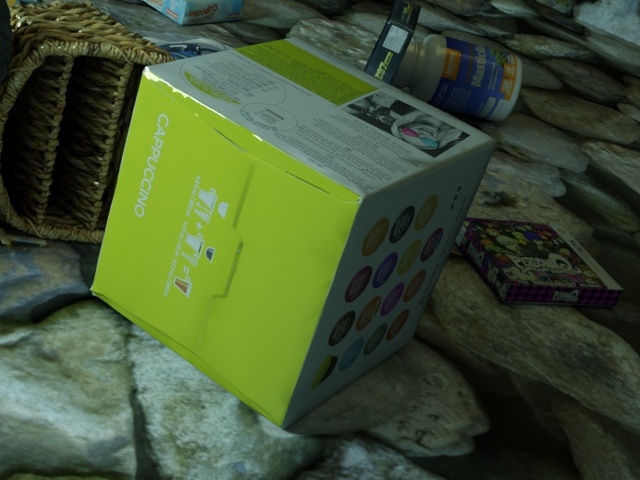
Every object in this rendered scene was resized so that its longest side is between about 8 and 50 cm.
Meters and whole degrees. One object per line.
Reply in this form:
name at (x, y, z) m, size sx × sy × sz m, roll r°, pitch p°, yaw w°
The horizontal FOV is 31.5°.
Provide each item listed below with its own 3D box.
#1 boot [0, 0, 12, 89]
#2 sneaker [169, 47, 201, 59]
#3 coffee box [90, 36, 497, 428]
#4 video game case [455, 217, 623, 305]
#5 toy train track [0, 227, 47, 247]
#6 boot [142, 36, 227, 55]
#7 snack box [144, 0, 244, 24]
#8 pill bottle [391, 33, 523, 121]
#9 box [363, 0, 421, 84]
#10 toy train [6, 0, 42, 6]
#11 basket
boot at (-0.619, -0.258, 1.513) m, size 0.445 × 0.367 × 0.146 m, roll 38°, pitch 22°, yaw 32°
sneaker at (-0.269, -0.276, 2.026) m, size 0.330 × 0.130 × 0.147 m, roll 10°, pitch 18°, yaw -28°
coffee box at (-0.041, -0.029, 1.471) m, size 0.338 × 0.338 × 0.334 m, roll 32°, pitch 31°, yaw 23°
video game case at (0.358, 0.034, 1.910) m, size 0.232 × 0.042 × 0.210 m, roll 4°, pitch 30°, yaw -25°
toy train track at (-0.413, 0.002, 1.537) m, size 0.083 × 0.014 × 0.048 m, roll 8°, pitch 22°, yaw -31°
boot at (-0.264, -0.343, 2.192) m, size 0.190 × 0.069 × 0.086 m, roll -2°, pitch 41°, yaw -19°
snack box at (-0.346, -0.582, 2.557) m, size 0.322 × 0.060 × 0.187 m, roll 36°, pitch 33°, yaw 29°
pill bottle at (0.282, -0.356, 2.439) m, size 0.272 × 0.152 × 0.152 m, roll 12°, pitch 29°, yaw -12°
box at (0.123, -0.348, 2.244) m, size 0.059 × 0.233 × 0.183 m, roll 24°, pitch 28°, yaw -2°
toy train at (-0.636, -0.395, 1.990) m, size 0.334 × 0.142 × 0.190 m, roll -2°, pitch 47°, yaw -38°
basket at (-0.345, -0.147, 1.535) m, size 0.223 × 0.299 × 0.213 m, roll 35°, pitch 31°, yaw 27°
